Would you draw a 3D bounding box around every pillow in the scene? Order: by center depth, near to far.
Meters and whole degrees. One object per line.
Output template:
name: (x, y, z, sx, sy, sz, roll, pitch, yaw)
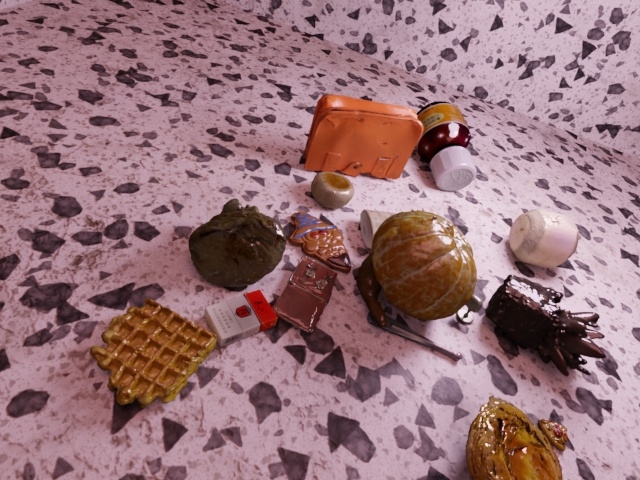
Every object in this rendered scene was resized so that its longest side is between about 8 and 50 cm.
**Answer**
pillow: (-0.038, 0.146, 1.116, 0.126, 0.043, 0.232, 25, 44, 3)

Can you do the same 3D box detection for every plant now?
plant: (0.663, 0.249, 1.187, 0.321, 0.181, 0.194, 32, 44, 18)

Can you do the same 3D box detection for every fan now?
fan: (0.264, 0.265, 1.127, 0.282, 0.023, 0.057, 24, 34, 3)

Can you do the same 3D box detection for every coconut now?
coconut: (0.834, -0.008, 1.485, 0.234, 0.224, 0.224, 8, 43, 4)

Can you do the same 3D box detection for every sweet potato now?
sweet potato: (0.144, 0.140, 1.168, 0.075, 0.074, 0.269, 9, 45, -13)

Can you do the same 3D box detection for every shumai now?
shumai: (-0.226, -0.001, 1.125, 0.256, 0.188, 0.218, -7, 30, -7)

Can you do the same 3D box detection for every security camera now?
security camera: (0.456, 0.203, 1.211, 0.058, 0.092, 0.058, 12, 42, -11)

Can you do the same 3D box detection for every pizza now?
pizza: (0.608, 0.487, 1.033, 0.078, 0.025, 0.083, -15, 53, -30)

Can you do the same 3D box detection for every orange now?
orange: (0.294, 0.065, 1.146, 0.329, 0.249, 0.329, 34, 32, -25)

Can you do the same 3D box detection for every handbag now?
handbag: (0.156, -0.378, 1.530, 0.411, 0.303, 0.116, 3, 47, -16)

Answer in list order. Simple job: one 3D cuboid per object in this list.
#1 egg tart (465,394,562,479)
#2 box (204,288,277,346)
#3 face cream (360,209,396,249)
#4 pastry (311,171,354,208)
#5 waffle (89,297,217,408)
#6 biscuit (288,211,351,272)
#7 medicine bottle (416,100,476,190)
egg tart: (0.413, 0.496, 0.889, 0.298, 0.132, 0.296, 20, 46, -22)
box: (-0.198, 0.191, 1.006, 0.152, 0.048, 0.100, -18, 57, -31)
face cream: (0.316, -0.024, 1.392, 0.349, 0.081, 0.173, 6, 46, -16)
pastry: (0.043, -0.182, 1.442, 0.157, 0.092, 0.156, 12, 46, -13)
waffle: (-0.380, 0.247, 0.871, 0.230, 0.057, 0.219, 26, 43, 6)
biscuit: (0.000, 0.000, 1.286, 0.183, 0.043, 0.280, -23, 55, -33)
medicine bottle: (0.554, -0.412, 1.763, 0.243, 0.242, 0.394, 3, 52, -19)
